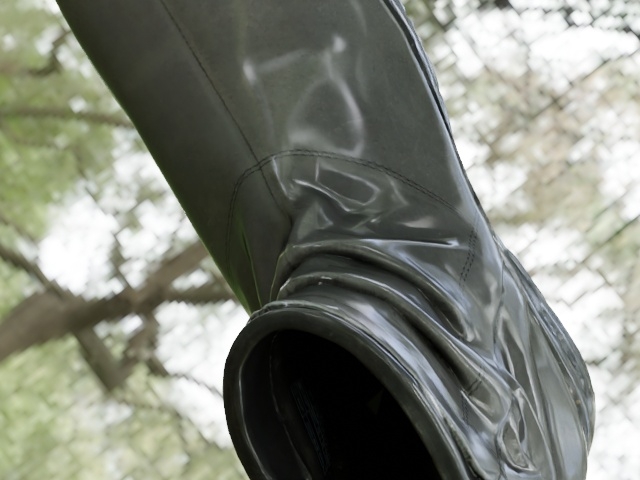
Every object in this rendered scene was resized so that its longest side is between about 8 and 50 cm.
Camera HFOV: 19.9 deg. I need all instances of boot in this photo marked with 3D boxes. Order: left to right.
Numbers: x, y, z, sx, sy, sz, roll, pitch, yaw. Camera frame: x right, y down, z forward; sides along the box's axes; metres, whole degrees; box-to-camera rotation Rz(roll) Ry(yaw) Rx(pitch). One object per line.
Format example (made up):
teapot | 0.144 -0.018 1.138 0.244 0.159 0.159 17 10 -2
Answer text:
boot | 0.000 0.000 0.659 0.338 0.118 0.222 51 17 -7
